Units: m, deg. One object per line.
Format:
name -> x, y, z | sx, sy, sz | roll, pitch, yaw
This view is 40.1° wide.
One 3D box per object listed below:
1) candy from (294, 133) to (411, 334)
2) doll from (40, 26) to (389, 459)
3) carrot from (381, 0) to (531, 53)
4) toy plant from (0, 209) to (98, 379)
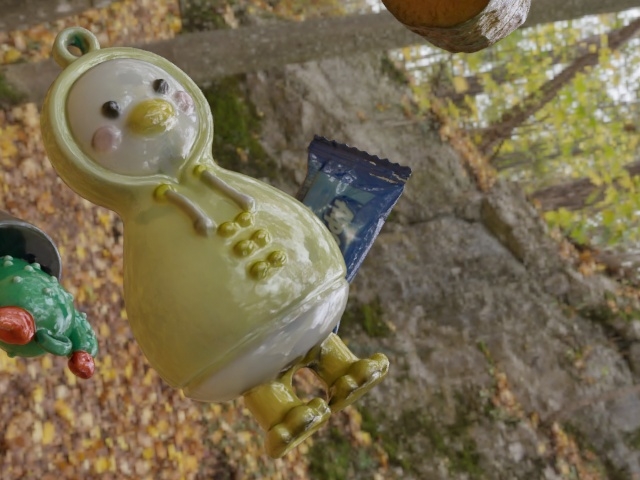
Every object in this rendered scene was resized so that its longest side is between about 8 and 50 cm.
candy -> 0.000, 0.000, 1.427 | 0.331, 0.187, 0.077 | -67, 165, 5
doll -> -0.078, -0.011, 0.541 | 0.296, 0.141, 0.117 | 57, -25, -2
carrot -> 0.220, -0.455, 1.477 | 0.340, 0.241, 0.242 | 9, 69, -66
toy plant -> -0.470, 0.072, 1.335 | 0.400, 0.185, 0.279 | 29, -29, 48
